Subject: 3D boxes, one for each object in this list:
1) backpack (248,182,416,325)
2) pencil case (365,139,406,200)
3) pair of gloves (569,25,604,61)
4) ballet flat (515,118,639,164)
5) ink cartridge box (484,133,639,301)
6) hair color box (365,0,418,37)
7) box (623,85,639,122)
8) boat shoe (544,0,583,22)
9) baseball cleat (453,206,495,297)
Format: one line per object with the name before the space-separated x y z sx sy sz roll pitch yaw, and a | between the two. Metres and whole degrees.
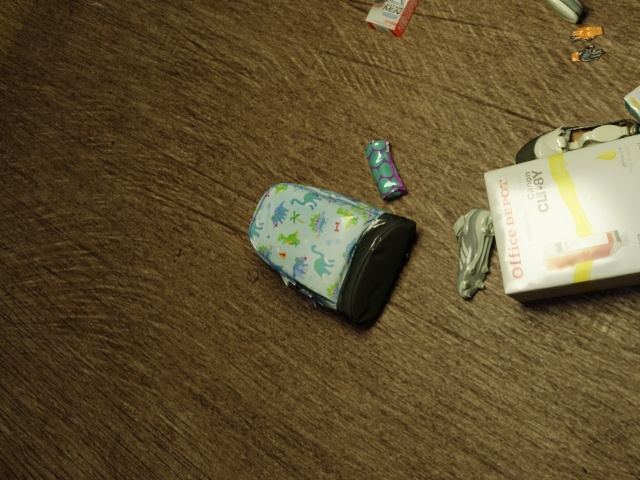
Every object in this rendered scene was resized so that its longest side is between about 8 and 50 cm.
backpack | 0.000 0.000 1.752 0.355 0.273 0.290 34 102 40
pencil case | 0.161 -0.175 1.790 0.070 0.064 0.152 -36 64 43
pair of gloves | 0.608 -0.448 1.654 0.074 0.010 0.083 -4 79 26
ballet flat | 0.559 -0.216 1.583 0.280 0.096 0.095 -13 75 24
ink cartridge box | 0.561 -0.040 1.509 0.384 0.160 0.279 -13 74 24
hair color box | 0.198 -0.620 1.870 0.093 0.053 0.167 27 91 29
box | 0.773 -0.332 1.520 0.244 0.060 0.101 -37 66 15
boat shoe | 0.519 -0.635 1.679 0.099 0.116 0.320 -39 60 18
baseball cleat | 0.343 0.025 1.667 0.109 0.072 0.206 28 100 55
